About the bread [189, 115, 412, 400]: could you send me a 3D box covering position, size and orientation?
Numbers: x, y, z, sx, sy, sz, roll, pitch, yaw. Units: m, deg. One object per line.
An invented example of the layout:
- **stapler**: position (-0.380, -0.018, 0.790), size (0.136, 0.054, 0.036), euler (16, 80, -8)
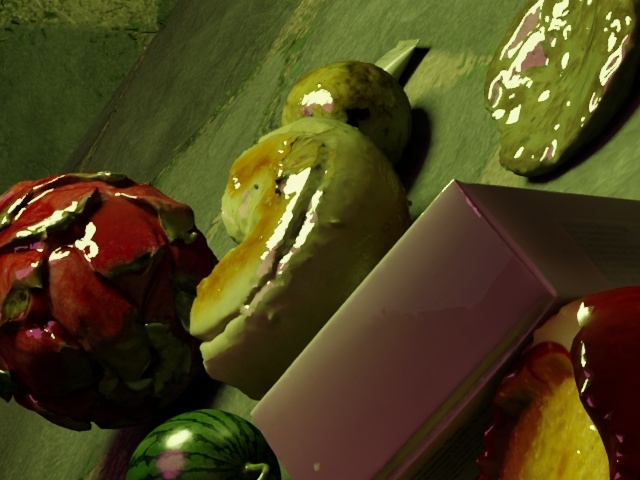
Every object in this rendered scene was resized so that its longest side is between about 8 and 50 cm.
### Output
- **bread**: position (0.003, -0.005, 1.586), size (0.192, 0.171, 0.314), euler (-42, 25, 32)

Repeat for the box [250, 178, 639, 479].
- **box**: position (0.113, 0.072, 1.040), size (0.203, 0.251, 0.106), euler (-49, 63, 25)

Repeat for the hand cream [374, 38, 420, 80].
- **hand cream**: position (0.047, -0.157, 1.932), size (0.186, 0.054, 0.087), euler (-52, 13, -3)

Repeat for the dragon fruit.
- **dragon fruit**: position (-0.271, 0.065, 1.964), size (0.329, 0.329, 0.329), euler (-50, 19, 24)

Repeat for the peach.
- **peach**: position (0.158, 0.136, 0.864), size (0.226, 0.196, 0.190), euler (-41, 49, -16)

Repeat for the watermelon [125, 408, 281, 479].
- **watermelon**: position (-0.094, 0.222, 1.530), size (0.187, 0.140, 0.141), euler (-19, 41, 47)

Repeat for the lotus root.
- **lotus root**: position (0.031, -0.132, 1.791), size (0.138, 0.138, 0.214), euler (-51, 9, 22)

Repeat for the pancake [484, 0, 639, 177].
- **pancake**: position (0.218, -0.159, 1.475), size (0.222, 0.042, 0.236), euler (-58, 20, 8)
